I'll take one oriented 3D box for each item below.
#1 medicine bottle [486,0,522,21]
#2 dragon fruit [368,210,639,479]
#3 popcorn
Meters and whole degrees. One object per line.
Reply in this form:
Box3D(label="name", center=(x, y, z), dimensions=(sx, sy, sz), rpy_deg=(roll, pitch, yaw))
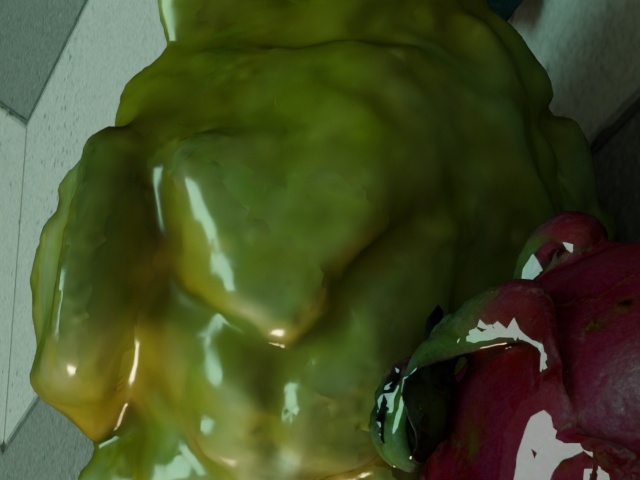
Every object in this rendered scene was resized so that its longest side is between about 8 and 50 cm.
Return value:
Box3D(label="medicine bottle", center=(0.058, -0.187, 1.107), dimensions=(0.258, 0.079, 0.124), rpy_deg=(-171, 84, -69))
Box3D(label="dragon fruit", center=(0.148, 0.075, 0.691), dimensions=(0.198, 0.272, 0.218), rpy_deg=(59, 179, -33))
Box3D(label="popcorn", center=(0.013, 0.002, 0.872), dimensions=(0.292, 0.293, 0.334), rpy_deg=(112, 163, -49))
